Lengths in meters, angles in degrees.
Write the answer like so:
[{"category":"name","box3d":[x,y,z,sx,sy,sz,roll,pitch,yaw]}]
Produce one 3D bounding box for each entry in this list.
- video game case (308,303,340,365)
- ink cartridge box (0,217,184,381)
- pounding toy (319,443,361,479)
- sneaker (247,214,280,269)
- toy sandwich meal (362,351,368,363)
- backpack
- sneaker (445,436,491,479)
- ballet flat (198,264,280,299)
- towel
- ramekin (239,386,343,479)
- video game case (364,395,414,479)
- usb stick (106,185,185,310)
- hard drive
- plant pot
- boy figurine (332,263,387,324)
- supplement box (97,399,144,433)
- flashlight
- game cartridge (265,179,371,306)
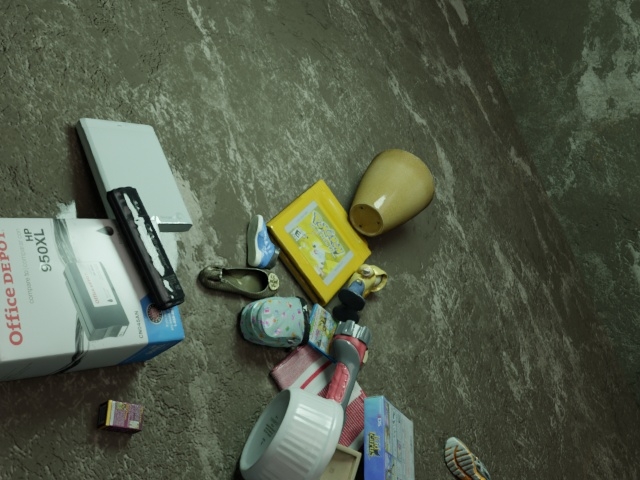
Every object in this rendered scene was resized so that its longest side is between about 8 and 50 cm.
[{"category":"video game case","box3d":[0.029,0.266,1.949,0.166,0.015,0.119,40,47,-22]},{"category":"ink cartridge box","box3d":[-0.509,0.112,1.445,0.395,0.166,0.285,-1,68,-46]},{"category":"pounding toy","box3d":[0.018,0.609,1.755,0.181,0.094,0.206,31,68,-31]},{"category":"sneaker","box3d":[-0.151,0.008,1.941,0.085,0.058,0.152,20,54,-36]},{"category":"toy sandwich meal","box3d":[0.098,0.323,2.033,0.086,0.029,0.085,23,54,-35]},{"category":"backpack","box3d":[-0.115,0.204,1.826,0.182,0.115,0.152,6,67,-40]},{"category":"sneaker","box3d":[0.447,0.679,2.151,0.215,0.084,0.083,58,28,-8]},{"category":"ballet flat","box3d":[-0.197,0.101,1.843,0.250,0.058,0.084,13,60,-40]},{"category":"towel","box3d":[0.024,0.425,1.900,0.237,0.037,0.329,-36,95,-48]},{"category":"ramekin","box3d":[-0.075,0.461,1.621,0.127,0.273,0.273,33,47,-10]},{"category":"video game case","box3d":[0.184,0.580,1.884,0.244,0.061,0.269,51,35,-50]},{"category":"usb stick","box3d":[-0.366,0.013,1.491,0.077,0.045,0.278,-18,80,-58]},{"category":"hard drive","box3d":[-0.447,-0.156,1.708,0.203,0.040,0.307,-1,57,-46]},{"category":"plant pot","box3d":[0.199,-0.127,2.240,0.237,0.237,0.254,53,46,-8]},{"category":"boy figurine","box3d":[0.117,0.149,2.067,0.092,0.177,0.285,24,21,13]},{"category":"supplement box","box3d":[-0.417,0.370,1.488,0.083,0.043,0.055,21,54,-35]},{"category":"flashlight","box3d":[0.045,0.359,1.849,0.103,0.103,0.304,70,37,-52]},{"category":"game cartridge","box3d":[0.000,0.000,2.101,0.285,0.053,0.324,54,42,-8]}]
